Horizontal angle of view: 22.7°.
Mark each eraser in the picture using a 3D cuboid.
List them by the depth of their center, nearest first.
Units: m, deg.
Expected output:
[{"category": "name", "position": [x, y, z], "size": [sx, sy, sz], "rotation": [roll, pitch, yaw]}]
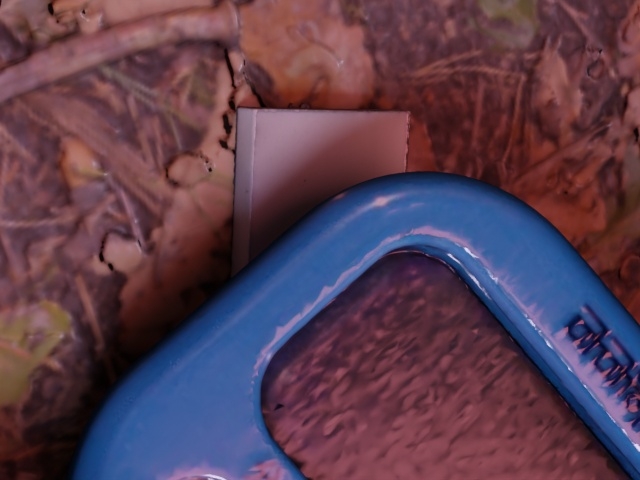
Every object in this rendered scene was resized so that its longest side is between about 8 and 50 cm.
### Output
[{"category": "eraser", "position": [0.000, 0.000, 0.886], "size": [0.103, 0.023, 0.150], "rotation": [-2, 99, -31]}]

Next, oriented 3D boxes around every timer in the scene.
[{"category": "timer", "position": [0.056, 0.155, 0.816], "size": [0.309, 0.115, 0.340], "rotation": [-41, 93, -16]}]
